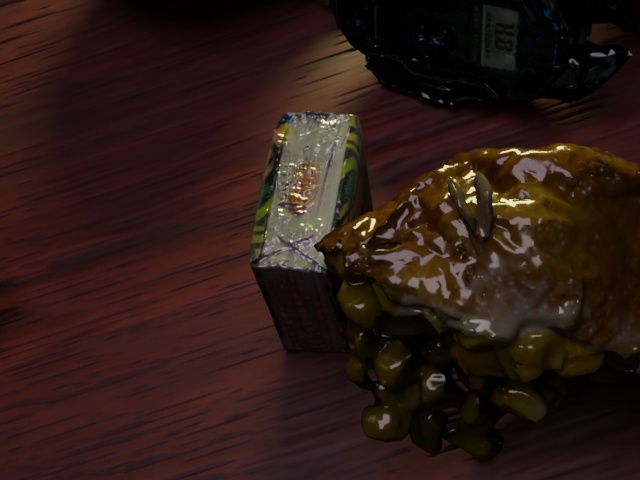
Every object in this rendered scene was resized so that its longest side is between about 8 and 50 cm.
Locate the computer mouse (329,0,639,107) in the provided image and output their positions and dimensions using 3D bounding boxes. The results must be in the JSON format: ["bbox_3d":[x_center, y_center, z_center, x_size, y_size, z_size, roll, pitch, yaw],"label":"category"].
[{"bbox_3d":[0.114,-0.175,0.684,0.242,0.146,0.077,20,50,23],"label":"computer mouse"}]

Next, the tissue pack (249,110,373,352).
[{"bbox_3d":[0.000,0.000,0.604,0.060,0.148,0.108,5,65,9],"label":"tissue pack"}]

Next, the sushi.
[{"bbox_3d":[0.136,0.045,0.528,0.167,0.296,0.179,0,77,50],"label":"sushi"}]
